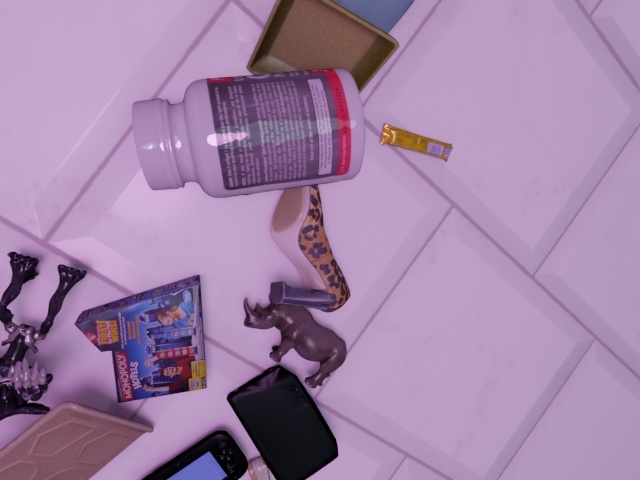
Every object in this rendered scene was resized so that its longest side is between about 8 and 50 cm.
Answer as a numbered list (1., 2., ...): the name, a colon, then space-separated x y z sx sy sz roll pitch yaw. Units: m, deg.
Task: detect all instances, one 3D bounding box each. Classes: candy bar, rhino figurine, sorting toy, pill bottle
1. candy bar: 0.192 -0.189 0.838 0.161 0.018 0.040 10 100 -20
2. rhino figurine: -0.049 0.178 0.801 0.243 0.073 0.106 42 90 -19
3. sorting toy: -0.433 0.318 0.644 0.229 0.041 0.307 -35 145 -7
4. pill bottle: -0.106 -0.161 0.658 0.318 0.176 0.177 -9 103 -11

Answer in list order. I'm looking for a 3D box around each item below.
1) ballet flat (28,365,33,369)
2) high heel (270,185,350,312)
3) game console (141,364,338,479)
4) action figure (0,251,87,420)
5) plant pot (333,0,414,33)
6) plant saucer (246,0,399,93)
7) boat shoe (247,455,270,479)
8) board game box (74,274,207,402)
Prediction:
1. ballet flat: -0.538 0.195 0.668 0.173 0.049 0.057 29 132 -19
2. high heel: 0.000 0.000 0.799 0.186 0.093 0.261 16 79 -45
3. game console: -0.161 0.410 0.800 0.361 0.044 0.213 -31 93 -8
4. action figure: -0.446 0.157 0.603 0.164 0.141 0.276 17 77 -9
5. plant pot: 0.093 -0.457 0.683 0.165 0.166 0.234 20 100 -20
6. plant saucer: -0.001 -0.308 0.687 0.188 0.188 0.045 20 62 -21
7. boat shoe: -0.121 0.498 0.853 0.045 0.050 0.136 -9 93 -13
8. board game box: -0.297 0.166 0.725 0.194 0.060 0.194 -3 101 -16
